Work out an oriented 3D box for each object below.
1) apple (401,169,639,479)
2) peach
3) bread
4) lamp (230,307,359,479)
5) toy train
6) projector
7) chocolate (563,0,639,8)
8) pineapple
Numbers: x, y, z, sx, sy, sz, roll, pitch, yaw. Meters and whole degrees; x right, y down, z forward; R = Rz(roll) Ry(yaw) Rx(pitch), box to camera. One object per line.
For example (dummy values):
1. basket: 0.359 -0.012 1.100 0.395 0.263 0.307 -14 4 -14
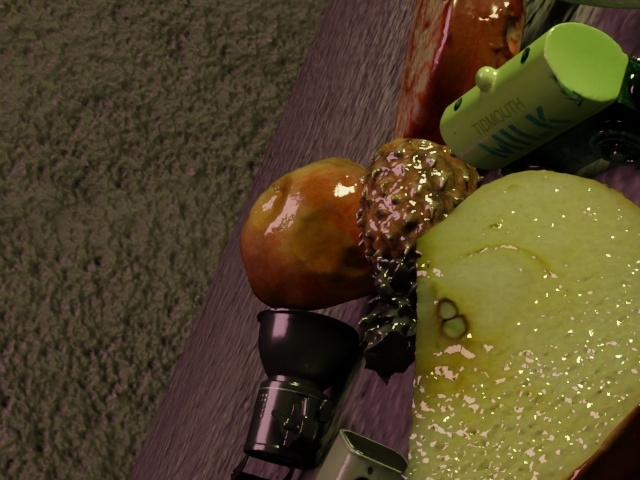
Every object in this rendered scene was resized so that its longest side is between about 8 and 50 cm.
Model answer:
1. apple: 0.149 0.102 0.782 0.346 0.179 0.254 -81 8 -48
2. peach: 0.000 0.000 1.483 0.235 0.214 0.214 -32 16 2
3. bread: 0.178 -0.247 1.368 0.295 0.114 0.327 118 163 -72
4. lamp: -0.037 0.221 1.458 0.172 0.147 0.227 -31 43 61
5. toy train: 0.213 -0.119 0.999 0.105 0.157 0.253 -69 13 -19
6. projector: 0.043 0.258 1.126 0.082 0.083 0.083 -64 12 4
7. chocolate: 0.332 -0.358 1.054 0.185 0.100 0.303 20 82 38
8. pineapple: 0.099 0.024 1.222 0.158 0.158 0.278 -45 26 57
